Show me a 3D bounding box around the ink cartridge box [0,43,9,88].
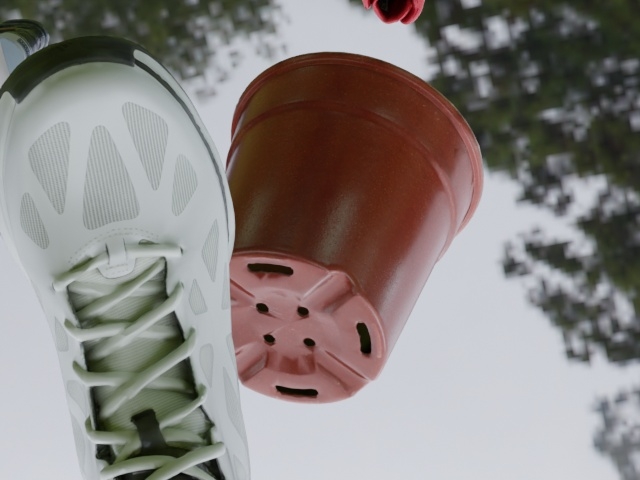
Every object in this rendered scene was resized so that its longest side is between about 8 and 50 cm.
[{"bbox_3d":[-0.427,-0.233,1.806,0.172,0.237,0.100,-17,178,18],"label":"ink cartridge box"}]

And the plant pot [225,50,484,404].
[{"bbox_3d":[0.000,0.000,1.791,0.272,0.272,0.265,-3,-141,23],"label":"plant pot"}]

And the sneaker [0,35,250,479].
[{"bbox_3d":[-0.103,0.095,1.250,0.169,0.448,0.257,-16,-145,-10],"label":"sneaker"}]

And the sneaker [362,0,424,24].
[{"bbox_3d":[0.047,-0.240,1.580,0.087,0.128,0.221,18,163,-7],"label":"sneaker"}]

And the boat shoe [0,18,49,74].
[{"bbox_3d":[-0.374,-0.183,1.920,0.183,0.065,0.083,-13,-162,19],"label":"boat shoe"}]
